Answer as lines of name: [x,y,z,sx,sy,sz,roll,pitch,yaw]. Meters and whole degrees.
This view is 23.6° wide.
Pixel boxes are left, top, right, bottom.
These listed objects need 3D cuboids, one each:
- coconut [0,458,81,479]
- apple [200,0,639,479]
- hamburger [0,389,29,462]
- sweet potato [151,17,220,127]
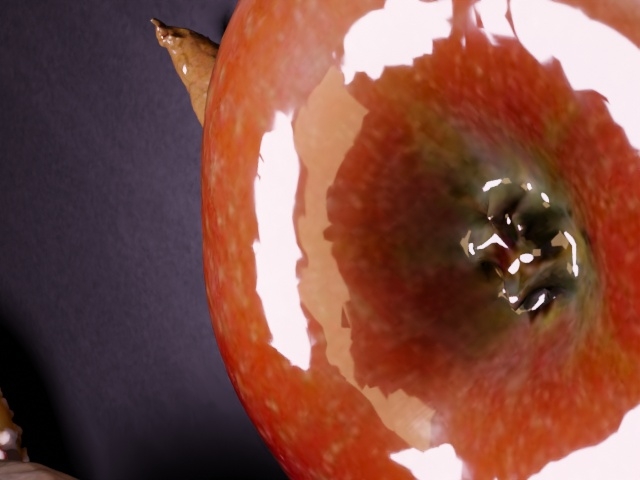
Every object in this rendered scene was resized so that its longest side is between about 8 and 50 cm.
coconut: [-0.151,0.271,0.818,0.329,0.329,0.329,10,105,42]
apple: [0.126,-0.004,0.491,0.348,0.277,0.348,10,105,42]
hamburger: [-0.304,0.177,1.035,0.227,0.151,0.295,59,139,25]
sweet potato: [0.000,0.000,0.757,0.314,0.066,0.072,57,160,19]
